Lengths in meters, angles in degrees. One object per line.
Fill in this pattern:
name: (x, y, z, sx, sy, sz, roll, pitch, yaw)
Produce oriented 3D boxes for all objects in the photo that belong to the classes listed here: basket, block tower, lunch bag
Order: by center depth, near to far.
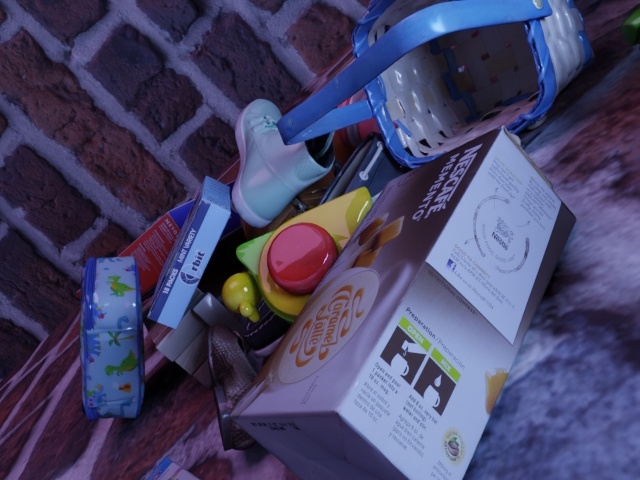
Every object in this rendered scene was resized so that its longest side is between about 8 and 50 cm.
basket: (0.122, -0.180, 0.677, 0.289, 0.201, 0.255, -18, -1, -33)
block tower: (-0.191, 0.121, 0.968, 0.097, 0.091, 0.335, -49, 15, -13)
lunch bag: (-0.308, 0.141, 0.987, 0.176, 0.090, 0.219, -120, 33, -60)

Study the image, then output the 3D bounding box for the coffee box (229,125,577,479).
coffee box: (0.064, 0.050, 0.472, 0.141, 0.098, 0.246, -22, 28, 55)

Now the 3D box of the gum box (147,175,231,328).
gum box: (-0.164, 0.007, 0.853, 0.157, 0.041, 0.184, -63, 13, 8)

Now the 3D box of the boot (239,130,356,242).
boot: (0.011, -0.080, 0.956, 0.283, 0.109, 0.220, -36, 22, -9)

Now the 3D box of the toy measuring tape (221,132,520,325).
toy measuring tape: (0.054, 0.010, 0.649, 0.330, 0.121, 0.121, -23, 20, 10)

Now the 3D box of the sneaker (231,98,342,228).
sneaker: (-0.038, -0.139, 0.911, 0.151, 0.094, 0.256, -34, 36, 25)

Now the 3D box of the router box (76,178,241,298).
router box: (-0.246, 0.002, 1.257, 0.301, 0.082, 0.335, -34, 2, 35)

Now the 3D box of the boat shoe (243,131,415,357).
boat shoe: (0.000, 0.000, 0.784, 0.302, 0.091, 0.114, -51, 16, -21)

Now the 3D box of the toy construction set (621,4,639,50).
toy construction set: (0.293, -0.274, 0.575, 0.237, 0.257, 0.309, -56, -6, 6)

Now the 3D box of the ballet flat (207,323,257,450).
ballet flat: (-0.084, 0.145, 0.694, 0.058, 0.084, 0.250, -9, 9, -11)

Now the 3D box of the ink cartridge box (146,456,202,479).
ink cartridge box: (-0.124, 0.240, 0.555, 0.088, 0.052, 0.122, -52, 18, -24)

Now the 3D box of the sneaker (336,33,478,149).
sneaker: (0.164, -0.214, 0.957, 0.136, 0.116, 0.314, 22, 52, 36)

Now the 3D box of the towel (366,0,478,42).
towel: (0.215, -0.355, 0.822, 0.336, 0.040, 0.243, -18, -31, -39)

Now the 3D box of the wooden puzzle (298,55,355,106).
wooden puzzle: (0.056, -0.389, 1.701, 0.322, 0.080, 0.348, -40, 11, 16)
